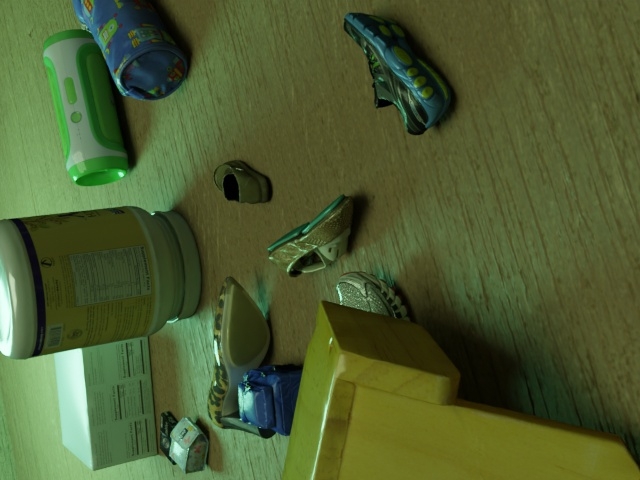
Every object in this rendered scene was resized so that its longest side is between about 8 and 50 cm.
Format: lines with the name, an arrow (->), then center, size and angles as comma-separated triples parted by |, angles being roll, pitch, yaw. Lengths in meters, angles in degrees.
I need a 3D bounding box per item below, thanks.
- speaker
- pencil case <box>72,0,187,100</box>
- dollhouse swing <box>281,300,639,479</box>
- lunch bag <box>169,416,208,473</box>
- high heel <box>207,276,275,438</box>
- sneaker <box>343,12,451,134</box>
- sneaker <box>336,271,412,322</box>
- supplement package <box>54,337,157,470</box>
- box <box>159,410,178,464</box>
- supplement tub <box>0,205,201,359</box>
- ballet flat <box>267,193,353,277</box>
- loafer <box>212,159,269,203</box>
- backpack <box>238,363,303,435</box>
speaker -> -0.470, -0.264, 1.858 | 0.131, 0.131, 0.296 | -30, 72, 57
pencil case -> -0.345, -0.366, 1.635 | 0.133, 0.119, 0.306 | -47, 51, 16
dollhouse swing -> 0.124, 0.279, 0.977 | 0.315, 0.305, 0.346 | -118, 37, -80
lunch bag -> -0.243, 0.375, 1.711 | 0.071, 0.053, 0.083 | 32, 114, 50
high heel -> -0.155, 0.184, 1.486 | 0.186, 0.093, 0.261 | -1, 102, 56
sneaker -> 0.074, -0.193, 1.053 | 0.188, 0.067, 0.078 | 58, 135, 29
sneaker -> 0.066, 0.141, 1.120 | 0.088, 0.093, 0.225 | -47, 57, 52
supplement package -> -0.457, 0.317, 1.953 | 0.204, 0.145, 0.261 | 9, 104, 57
box -> -0.294, 0.389, 1.827 | 0.067, 0.018, 0.083 | 35, 126, 49
supplement tub -> -0.402, 0.065, 1.627 | 0.241, 0.331, 0.241 | 20, 113, 55
ballet flat -> 0.000, 0.000, 1.236 | 0.067, 0.073, 0.206 | 52, 149, -4
loafer -> -0.132, -0.090, 1.425 | 0.148, 0.050, 0.056 | 20, 114, 55
backpack -> -0.071, 0.228, 1.357 | 0.120, 0.101, 0.098 | 2, 92, 62
